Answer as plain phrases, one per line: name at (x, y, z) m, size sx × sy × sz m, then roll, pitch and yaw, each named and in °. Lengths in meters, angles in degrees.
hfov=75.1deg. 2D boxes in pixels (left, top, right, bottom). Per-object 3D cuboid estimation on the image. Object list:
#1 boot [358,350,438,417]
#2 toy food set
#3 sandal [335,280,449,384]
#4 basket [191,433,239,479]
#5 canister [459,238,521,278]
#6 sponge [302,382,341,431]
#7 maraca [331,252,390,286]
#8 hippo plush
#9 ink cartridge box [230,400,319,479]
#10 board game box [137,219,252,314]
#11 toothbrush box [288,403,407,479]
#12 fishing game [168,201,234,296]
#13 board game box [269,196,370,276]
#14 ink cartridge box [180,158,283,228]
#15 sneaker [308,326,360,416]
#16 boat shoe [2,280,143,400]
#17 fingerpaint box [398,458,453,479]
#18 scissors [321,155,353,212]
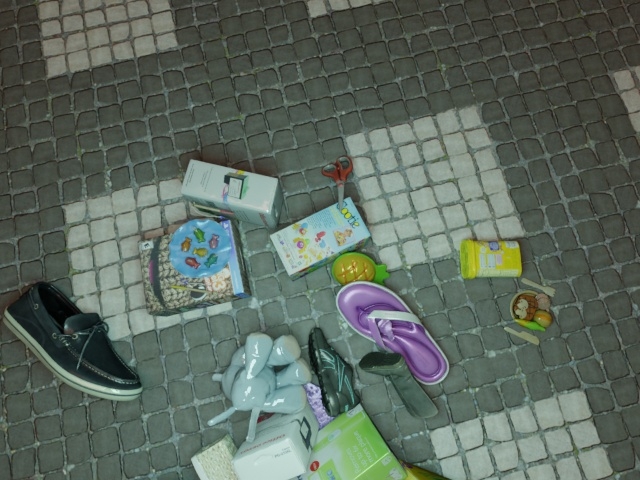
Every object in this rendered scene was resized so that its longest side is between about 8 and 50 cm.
boot at (0.231, 0.433, 1.250) m, size 0.076 × 0.189 × 0.208 m, roll -47°, pitch 109°, yaw -32°
toy food set at (0.669, 0.219, 1.316) m, size 0.132 × 0.038 × 0.192 m, roll 22°, pitch 79°, yaw 5°
sandal at (0.229, 0.271, 1.243) m, size 0.416 × 0.102 × 0.169 m, roll 39°, pitch 91°, yaw -2°
basket at (-0.278, 0.660, 1.197) m, size 0.103 × 0.113 × 0.167 m, roll -31°, pitch 79°, yaw -10°
canister at (0.545, 0.060, 1.335) m, size 0.169 × 0.073 × 0.126 m, roll 0°, pitch 78°, yaw -1°
sponge at (-0.037, 0.496, 1.269) m, size 0.210 × 0.031 × 0.117 m, roll 25°, pitch 80°, yaw 6°
maraca at (0.127, 0.102, 1.319) m, size 0.185 × 0.099 × 0.127 m, roll 18°, pitch 117°, yaw -10°
hippo plush at (-0.175, 0.412, 1.197) m, size 0.234 × 0.236 × 0.294 m, roll 31°, pitch 63°, yaw -15°
ink cartridge box at (-0.113, 0.550, 1.131) m, size 0.172 × 0.237 × 0.100 m, roll -26°, pitch 89°, yaw 9°
board game box at (-0.389, 0.091, 1.305) m, size 0.290 × 0.141 × 0.232 m, roll -14°, pitch 78°, yaw -2°
toothbrush box at (0.057, 0.622, 1.138) m, size 0.283 × 0.206 × 0.122 m, roll -36°, pitch 114°, yaw -5°
fishing game at (-0.358, 0.020, 1.227) m, size 0.189 × 0.041 × 0.264 m, roll 13°, pitch 78°, yaw 1°
board game box at (0.000, 0.000, 1.319) m, size 0.275 × 0.142 × 0.144 m, roll -26°, pitch 78°, yaw -5°
ink cartridge box at (-0.267, -0.142, 1.322) m, size 0.278 × 0.201 × 0.117 m, roll 13°, pitch 78°, yaw 3°
sneaker at (0.034, 0.386, 1.253) m, size 0.106 × 0.101 × 0.267 m, roll -9°, pitch 61°, yaw -17°
boat shoe at (-0.725, 0.298, 1.246) m, size 0.500 × 0.187 × 0.156 m, roll 33°, pitch 86°, yaw 13°
fingerpaint box at (0.314, 0.880, 1.081) m, size 0.371 × 0.163 × 0.445 m, roll 25°, pitch 79°, yaw -6°
scissors at (0.074, -0.189, 1.332) m, size 0.109 × 0.021 × 0.297 m, roll -22°, pitch 37°, yaw 3°
